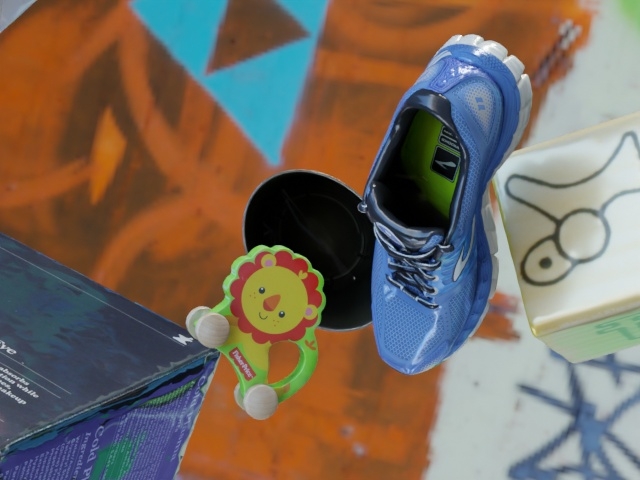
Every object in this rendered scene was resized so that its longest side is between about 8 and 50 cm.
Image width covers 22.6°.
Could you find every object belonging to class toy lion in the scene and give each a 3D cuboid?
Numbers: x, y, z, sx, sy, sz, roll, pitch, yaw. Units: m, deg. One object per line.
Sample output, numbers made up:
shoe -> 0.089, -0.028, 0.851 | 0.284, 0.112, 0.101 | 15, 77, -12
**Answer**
toy lion -> -0.035, 0.057, 1.098 | 0.096, 0.034, 0.100 | -35, -73, -11

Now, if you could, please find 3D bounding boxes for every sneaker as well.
sneaker -> 0.085, -0.015, 1.421 | 0.147, 0.130, 0.330 | -35, -40, -47

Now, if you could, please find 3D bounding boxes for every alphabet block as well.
alphabet block -> 0.300, -0.004, 1.584 | 0.193, 0.197, 0.192 | 34, -138, -63

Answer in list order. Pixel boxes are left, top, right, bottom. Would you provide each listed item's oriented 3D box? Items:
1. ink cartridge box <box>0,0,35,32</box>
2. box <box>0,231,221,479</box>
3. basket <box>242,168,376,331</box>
ink cartridge box -> -0.310, -0.268, 1.273 | 0.067, 0.198, 0.115 | -42, -24, 4
box -> -0.300, 0.106, 1.096 | 0.312, 0.343, 0.179 | -20, -46, -66
basket -> 0.000, 0.000, 1.920 | 0.154, 0.204, 0.227 | -40, 5, 4
